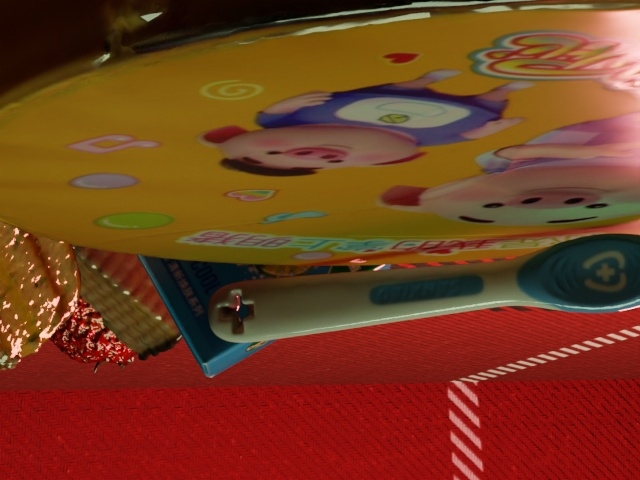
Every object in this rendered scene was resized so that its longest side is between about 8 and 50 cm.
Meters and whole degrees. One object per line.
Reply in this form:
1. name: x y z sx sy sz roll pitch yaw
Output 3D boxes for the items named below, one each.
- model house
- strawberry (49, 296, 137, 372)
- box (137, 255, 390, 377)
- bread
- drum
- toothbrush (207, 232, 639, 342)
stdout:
1. model house: -0.127 -0.038 1.313 0.172 0.183 0.166 40 159 -12
2. strawberry: -0.254 0.072 2.029 0.148 0.131 0.131 47 150 -15
3. box: -0.060 -0.031 1.170 0.139 0.194 0.073 -30 170 -6
4. bread: -0.281 -0.022 1.206 0.234 0.110 0.184 17 143 32
5. drum: 0.050 -0.129 0.740 0.431 0.214 0.431 -2 169 0
6. toothbrush: 0.124 0.016 0.854 0.386 0.040 0.040 -7 169 23
